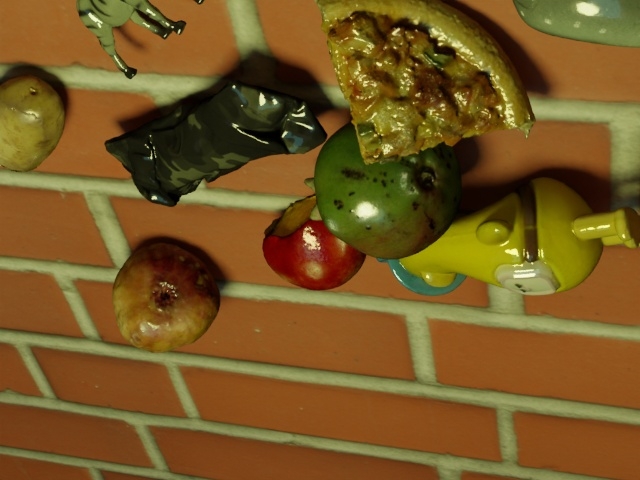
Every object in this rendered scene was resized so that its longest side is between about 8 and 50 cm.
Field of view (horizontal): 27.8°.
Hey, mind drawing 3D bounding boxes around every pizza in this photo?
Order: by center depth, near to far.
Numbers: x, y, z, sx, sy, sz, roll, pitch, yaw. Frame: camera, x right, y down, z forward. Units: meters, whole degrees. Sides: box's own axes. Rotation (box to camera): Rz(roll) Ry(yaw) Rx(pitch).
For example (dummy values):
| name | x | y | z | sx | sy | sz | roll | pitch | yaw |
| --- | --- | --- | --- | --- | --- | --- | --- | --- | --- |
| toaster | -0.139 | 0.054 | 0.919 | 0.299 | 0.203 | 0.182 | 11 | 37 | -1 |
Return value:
| name | x | y | z | sx | sy | sz | roll | pitch | yaw |
| --- | --- | --- | --- | --- | --- | --- | --- | --- | --- |
| pizza | 0.098 | -0.168 | 1.412 | 0.292 | 0.058 | 0.197 | 33 | 97 | -11 |

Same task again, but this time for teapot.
| name | x | y | z | sx | sy | sz | roll | pitch | yaw |
| --- | --- | --- | --- | --- | --- | --- | --- | --- | --- |
| teapot | 0.275 | -0.254 | 1.217 | 0.294 | 0.193 | 0.129 | -1 | 108 | -21 |

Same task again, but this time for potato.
| name | x | y | z | sx | sy | sz | roll | pitch | yaw |
| --- | --- | --- | --- | --- | --- | --- | --- | --- | --- |
| potato | -0.391 | -0.153 | 1.695 | 0.107 | 0.080 | 0.170 | 24 | 148 | -10 |

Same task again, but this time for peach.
| name | x | y | z | sx | sy | sz | roll | pitch | yaw |
| --- | --- | --- | --- | --- | --- | --- | --- | --- | --- |
| peach | 0.005 | 0.005 | 1.721 | 0.151 | 0.118 | 0.151 | -10 | 117 | -21 |

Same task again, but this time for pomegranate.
| name | x | y | z | sx | sy | sz | roll | pitch | yaw |
| --- | --- | --- | --- | --- | --- | --- | --- | --- | --- |
| pomegranate | 0.065 | -0.063 | 1.561 | 0.181 | 0.181 | 0.224 | 32 | 160 | -19 |

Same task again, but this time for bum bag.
| name | x | y | z | sx | sy | sz | roll | pitch | yaw |
| --- | --- | --- | --- | --- | --- | --- | --- | --- | --- |
| bum bag | -0.143 | -0.125 | 1.620 | 0.144 | 0.095 | 0.340 | 34 | 147 | -31 |

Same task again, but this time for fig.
| name | x | y | z | sx | sy | sz | roll | pitch | yaw |
| --- | --- | --- | --- | --- | --- | --- | --- | --- | --- |
| fig | -0.246 | 0.100 | 1.937 | 0.159 | 0.159 | 0.257 | 27 | 160 | -13 |

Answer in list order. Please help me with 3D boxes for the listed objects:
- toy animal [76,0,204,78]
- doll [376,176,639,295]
| name | x | y | z | sx | sy | sz | roll | pitch | yaw |
| --- | --- | --- | --- | --- | --- | --- | --- | --- | --- |
| toy animal | -0.230 | -0.290 | 1.465 | 0.176 | 0.073 | 0.217 | 36 | 145 | -14 |
| doll | 0.222 | -0.001 | 1.584 | 0.363 | 0.145 | 0.199 | -8 | 164 | 34 |
